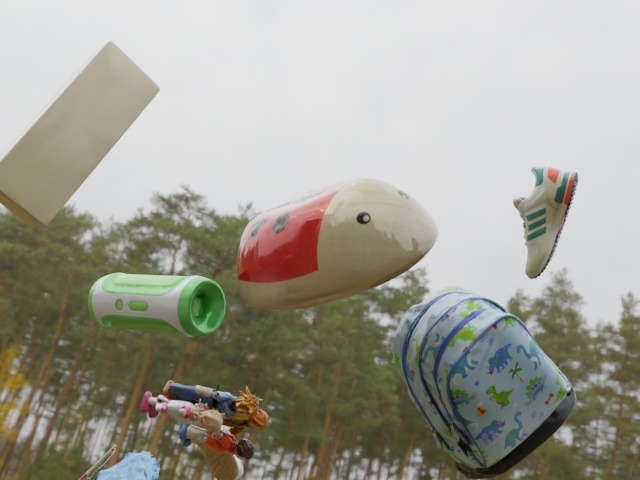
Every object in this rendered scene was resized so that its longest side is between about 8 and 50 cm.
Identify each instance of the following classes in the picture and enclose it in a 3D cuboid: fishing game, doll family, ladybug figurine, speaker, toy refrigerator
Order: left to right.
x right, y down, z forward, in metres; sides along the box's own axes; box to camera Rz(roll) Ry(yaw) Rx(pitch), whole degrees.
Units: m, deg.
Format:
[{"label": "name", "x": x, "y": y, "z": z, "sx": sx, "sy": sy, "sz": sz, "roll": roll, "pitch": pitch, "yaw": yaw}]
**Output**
[{"label": "toy refrigerator", "x": -0.364, "y": -0.154, "z": 1.014, "sx": 0.102, "sy": 0.270, "sz": 0.094, "roll": 43, "pitch": -23, "yaw": -26}, {"label": "fishing game", "x": -0.435, "y": 0.548, "z": 1.540, "sx": 0.264, "sy": 0.189, "sz": 0.041, "roll": 10, "pitch": -45, "yaw": 45}, {"label": "speaker", "x": -0.343, "y": 0.131, "z": 1.443, "sx": 0.296, "sy": 0.131, "sz": 0.131, "roll": 0, "pitch": -26, "yaw": 34}, {"label": "doll family", "x": -0.176, "y": 0.286, "z": 1.187, "sx": 0.163, "sy": 0.118, "sz": 0.263, "roll": 8, "pitch": -28, "yaw": 18}, {"label": "ladybug figurine", "x": 0.000, "y": 0.000, "z": 1.223, "sx": 0.449, "sy": 0.305, "sz": 0.162, "roll": -15, "pitch": -76, "yaw": 49}]

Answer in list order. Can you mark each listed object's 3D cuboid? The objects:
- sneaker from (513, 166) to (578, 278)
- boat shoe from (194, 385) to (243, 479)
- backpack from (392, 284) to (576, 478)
[{"label": "sneaker", "x": 0.305, "y": -0.028, "z": 0.986, "sx": 0.075, "sy": 0.161, "sz": 0.057, "roll": 20, "pitch": 17, "yaw": 20}, {"label": "boat shoe", "x": -0.291, "y": 0.530, "z": 1.904, "sx": 0.098, "sy": 0.277, "sz": 0.096, "roll": -30, "pitch": -22, "yaw": 4}, {"label": "backpack", "x": 0.297, "y": 0.249, "z": 1.305, "sx": 0.356, "sy": 0.290, "sz": 0.273, "roll": 54, "pitch": -6, "yaw": -7}]
